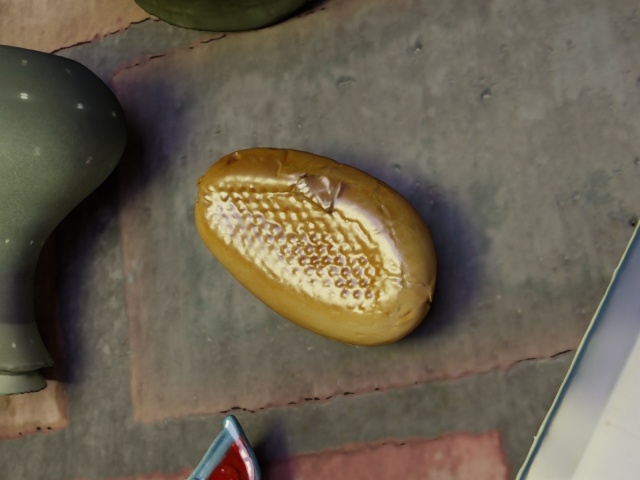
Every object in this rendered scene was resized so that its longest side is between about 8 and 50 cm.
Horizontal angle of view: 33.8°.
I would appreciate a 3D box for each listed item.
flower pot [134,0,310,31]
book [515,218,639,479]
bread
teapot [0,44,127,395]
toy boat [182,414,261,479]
[{"bbox_3d":[-0.099,-0.316,0.761,0.302,0.213,0.301,-5,76,21],"label":"flower pot"},{"bbox_3d":[0.249,0.191,0.590,0.300,0.039,0.427,26,88,26],"label":"book"},{"bbox_3d":[0.000,0.000,0.722,0.189,0.077,0.114,29,110,25],"label":"bread"},{"bbox_3d":[-0.244,-0.015,0.784,0.184,0.183,0.250,6,90,24],"label":"teapot"},{"bbox_3d":[-0.101,0.195,0.720,0.059,0.069,0.173,41,100,17],"label":"toy boat"}]
